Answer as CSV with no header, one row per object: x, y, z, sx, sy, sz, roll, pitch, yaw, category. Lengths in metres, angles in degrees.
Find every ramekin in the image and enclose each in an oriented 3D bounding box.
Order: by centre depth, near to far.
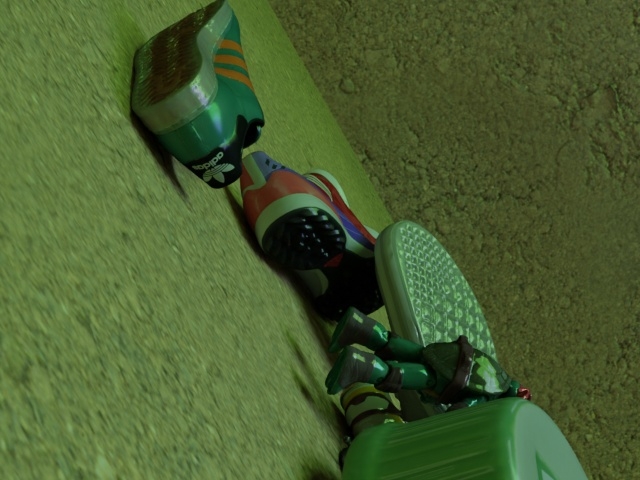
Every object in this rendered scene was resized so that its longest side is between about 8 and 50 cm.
0.153,0.281,1.188,0.303,0.148,0.303,52,24,-36,ramekin

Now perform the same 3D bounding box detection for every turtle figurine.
0.123,0.152,1.409,0.234,0.118,0.175,24,10,-9,turtle figurine

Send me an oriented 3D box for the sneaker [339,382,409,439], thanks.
0.084,0.229,1.486,0.185,0.069,0.084,45,18,-36,sneaker

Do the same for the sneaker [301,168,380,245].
0.028,0.003,1.936,0.221,0.087,0.128,49,16,3,sneaker

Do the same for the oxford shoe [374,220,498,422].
0.144,0.196,1.629,0.169,0.130,0.449,-32,103,-52,oxford shoe

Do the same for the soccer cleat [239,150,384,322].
0.000,0.000,1.630,0.116,0.109,0.318,61,9,32,soccer cleat

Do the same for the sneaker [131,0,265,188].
-0.119,-0.149,1.417,0.121,0.108,0.302,58,16,-24,sneaker

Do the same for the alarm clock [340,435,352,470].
0.081,0.257,1.381,0.129,0.064,0.192,64,5,26,alarm clock
